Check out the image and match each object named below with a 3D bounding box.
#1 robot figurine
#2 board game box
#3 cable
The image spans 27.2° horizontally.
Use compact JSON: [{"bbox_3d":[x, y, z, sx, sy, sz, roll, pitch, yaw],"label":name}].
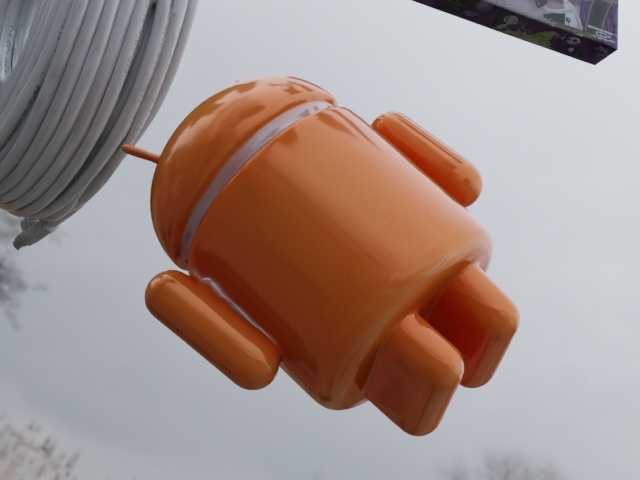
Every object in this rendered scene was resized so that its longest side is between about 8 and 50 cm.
[{"bbox_3d":[0.001,-0.001,0.690,0.219,0.158,0.128,42,9,18],"label":"robot figurine"},{"bbox_3d":[0.162,-0.330,1.388,0.347,0.208,0.056,15,-28,-22],"label":"board game box"},{"bbox_3d":[-0.165,-0.140,0.874,0.089,0.257,0.257,21,-22,-26],"label":"cable"}]
